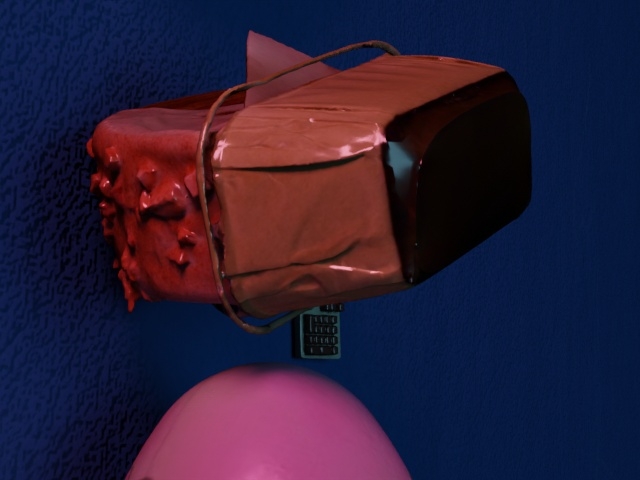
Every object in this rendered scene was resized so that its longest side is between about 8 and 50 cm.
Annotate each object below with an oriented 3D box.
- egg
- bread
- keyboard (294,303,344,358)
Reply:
[{"bbox_3d":[-0.029,0.198,0.635,0.196,0.196,0.271,4,71,-61],"label":"egg"},{"bbox_3d":[-0.012,-0.040,0.676,0.224,0.212,0.142,-28,115,-56],"label":"bread"},{"bbox_3d":[0.000,0.000,0.890,0.055,0.017,0.165,11,77,-61],"label":"keyboard"}]
